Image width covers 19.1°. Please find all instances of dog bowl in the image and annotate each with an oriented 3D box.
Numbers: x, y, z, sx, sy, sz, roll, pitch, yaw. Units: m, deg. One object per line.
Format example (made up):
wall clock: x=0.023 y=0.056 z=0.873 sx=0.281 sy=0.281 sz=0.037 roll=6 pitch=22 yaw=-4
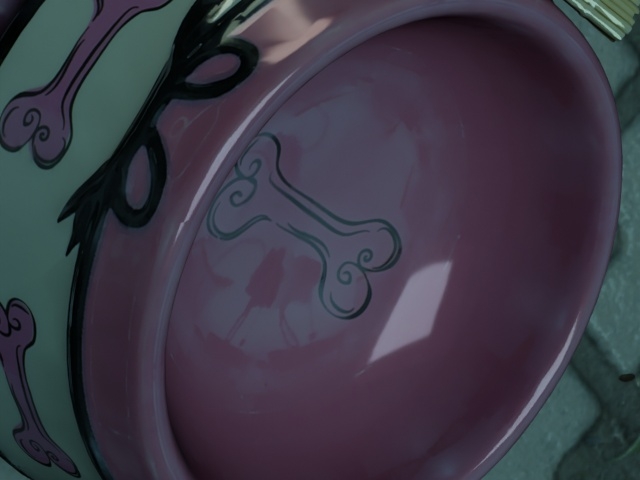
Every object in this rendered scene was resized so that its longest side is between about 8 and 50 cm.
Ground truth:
dog bowl: x=0.000 y=0.000 z=1.051 sx=0.408 sy=0.150 sz=0.408 roll=-21 pitch=125 yaw=-34

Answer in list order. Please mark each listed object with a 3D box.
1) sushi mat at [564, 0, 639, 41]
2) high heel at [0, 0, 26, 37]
sushi mat: x=0.066 y=-0.248 z=1.026 sx=0.316 sy=0.019 sz=0.151 roll=37 pitch=52 yaw=-14
high heel: x=-0.083 y=-0.206 z=1.078 sx=0.377 sy=0.127 sz=0.181 roll=-39 pitch=151 yaw=-23
